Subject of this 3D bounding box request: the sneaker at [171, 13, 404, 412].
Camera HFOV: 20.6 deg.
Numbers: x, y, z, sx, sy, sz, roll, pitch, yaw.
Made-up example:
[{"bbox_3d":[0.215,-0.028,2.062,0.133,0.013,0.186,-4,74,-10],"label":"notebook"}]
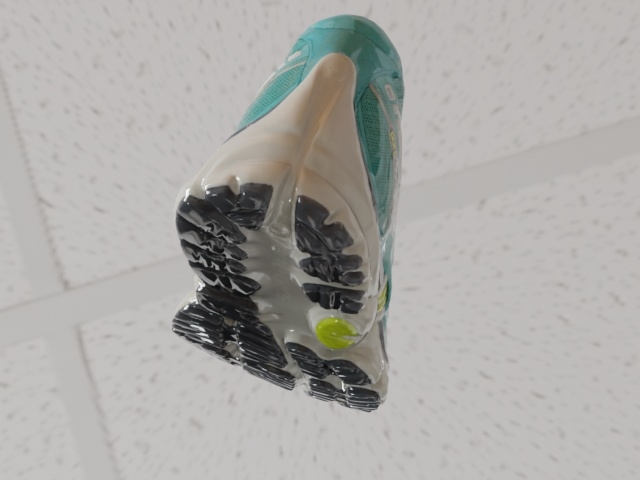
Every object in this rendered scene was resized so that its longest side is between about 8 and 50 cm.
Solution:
[{"bbox_3d":[0.000,0.000,0.790,0.107,0.275,0.110,21,-114,4],"label":"sneaker"}]
